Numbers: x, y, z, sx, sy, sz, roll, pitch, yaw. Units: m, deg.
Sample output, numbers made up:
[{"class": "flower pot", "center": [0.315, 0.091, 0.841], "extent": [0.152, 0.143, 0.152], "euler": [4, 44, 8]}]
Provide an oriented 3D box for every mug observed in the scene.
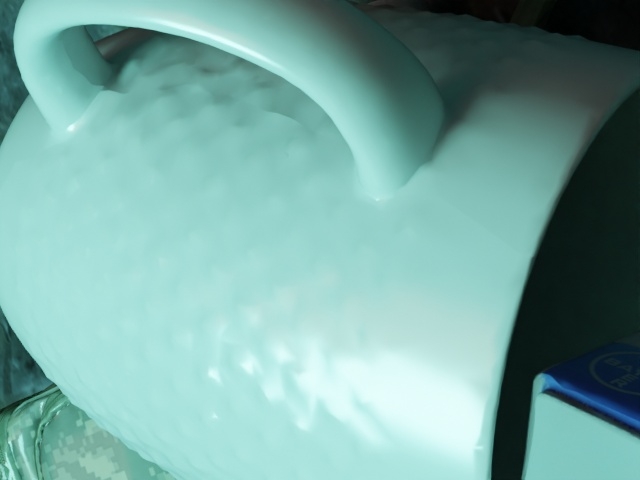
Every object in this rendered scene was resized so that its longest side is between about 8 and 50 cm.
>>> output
[{"class": "mug", "center": [-0.011, -0.014, 0.901], "extent": [0.328, 0.276, 0.374], "euler": [15, 155, 29]}]

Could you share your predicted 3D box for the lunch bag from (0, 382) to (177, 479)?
[{"class": "lunch bag", "center": [-0.102, 0.213, 1.288], "extent": [0.256, 0.212, 0.305], "euler": [-26, 83, 31]}]

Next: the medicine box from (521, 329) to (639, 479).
[{"class": "medicine box", "center": [0.273, 0.129, 0.798], "extent": [0.263, 0.289, 0.149], "euler": [23, 119, 40]}]

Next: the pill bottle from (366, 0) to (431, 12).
[{"class": "pill bottle", "center": [0.059, -0.060, 1.110], "extent": [0.094, 0.094, 0.169], "euler": [-23, 85, 47]}]

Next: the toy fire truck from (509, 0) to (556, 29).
[{"class": "toy fire truck", "center": [0.081, -0.179, 0.983], "extent": [0.158, 0.217, 0.246], "euler": [-7, 111, 47]}]
